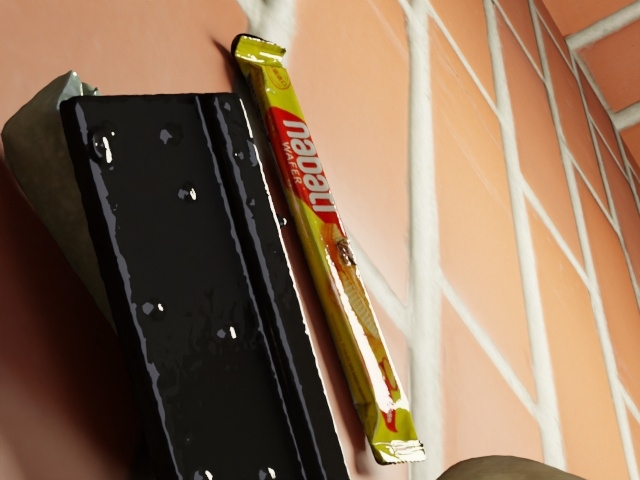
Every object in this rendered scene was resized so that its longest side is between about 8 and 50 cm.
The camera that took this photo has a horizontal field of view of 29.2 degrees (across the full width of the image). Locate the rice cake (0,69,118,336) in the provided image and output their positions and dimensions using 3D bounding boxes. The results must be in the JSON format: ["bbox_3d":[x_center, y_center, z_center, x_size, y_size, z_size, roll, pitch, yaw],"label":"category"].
[{"bbox_3d":[-0.056,0.043,0.525,0.245,0.045,0.042,60,33,-12],"label":"rice cake"}]

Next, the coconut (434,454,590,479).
[{"bbox_3d":[0.058,0.194,0.291,0.329,0.328,0.329,50,23,-31],"label":"coconut"}]

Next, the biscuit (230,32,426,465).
[{"bbox_3d":[0.000,0.000,0.752,0.048,0.026,0.292,3,59,-45],"label":"biscuit"}]

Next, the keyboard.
[{"bbox_3d":[-0.024,0.087,0.490,0.101,0.018,0.310,-11,82,-48],"label":"keyboard"}]
